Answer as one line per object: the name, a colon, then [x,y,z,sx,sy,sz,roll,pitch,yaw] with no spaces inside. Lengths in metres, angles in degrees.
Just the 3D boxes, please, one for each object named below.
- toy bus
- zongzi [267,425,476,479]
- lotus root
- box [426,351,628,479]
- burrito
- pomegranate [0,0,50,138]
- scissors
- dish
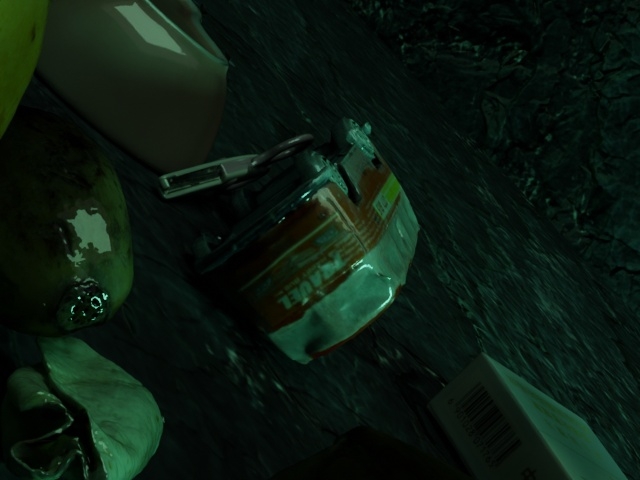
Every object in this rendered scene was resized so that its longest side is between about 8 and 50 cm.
toy bus: [0.000,0.000,1.122,0.120,0.121,0.265,54,12,-5]
zongzi: [0.125,0.287,0.536,0.403,0.208,0.432,41,-14,42]
lotus root: [-0.136,-0.014,0.744,0.179,0.089,0.081,42,-38,54]
box: [0.190,0.204,1.173,0.155,0.067,0.243,31,18,-43]
burrito: [-0.107,0.077,0.679,0.074,0.044,0.118,37,11,0]
pomegranate: [-0.197,-0.097,0.552,0.233,0.233,0.233,42,13,-12]
scissors: [-0.070,-0.050,1.184,0.176,0.085,0.022,-19,81,-60]
dish: [-0.138,-0.149,1.199,0.213,0.090,0.213,42,13,-11]
